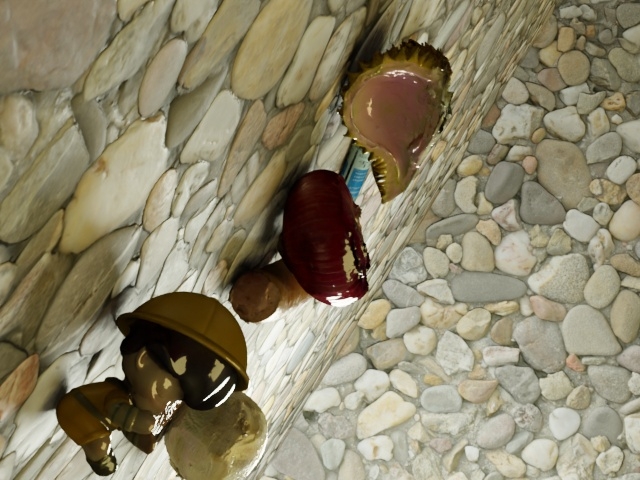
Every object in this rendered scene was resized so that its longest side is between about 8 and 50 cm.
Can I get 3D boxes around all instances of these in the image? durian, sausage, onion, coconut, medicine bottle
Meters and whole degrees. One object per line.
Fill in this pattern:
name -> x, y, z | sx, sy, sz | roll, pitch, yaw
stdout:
durian -> 0.119, -0.238, 1.777 | 0.305, 0.185, 0.195 | 100, -3, -46
sausage -> -0.080, 0.089, 1.849 | 0.109, 0.109, 0.270 | -62, 168, 14
onion -> 0.010, -0.001, 1.787 | 0.161, 0.248, 0.248 | -27, 164, -6
coconut -> -0.186, 0.354, 1.908 | 0.194, 0.194, 0.194 | -56, 169, -17
medicine bottle -> 0.073, -0.149, 2.037 | 0.051, 0.051, 0.191 | -46, 164, -49

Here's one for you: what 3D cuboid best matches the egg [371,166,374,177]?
egg -> 0.163, -0.175, 2.230 | 0.103, 0.103, 0.135 | -39, 154, -61

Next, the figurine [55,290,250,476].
figurine -> -0.215, 0.170, 1.323 | 0.257, 0.167, 0.192 | -32, 174, -17

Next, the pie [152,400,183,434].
pie -> -0.246, 0.237, 1.659 | 0.195, 0.046, 0.195 | -56, 170, -15
